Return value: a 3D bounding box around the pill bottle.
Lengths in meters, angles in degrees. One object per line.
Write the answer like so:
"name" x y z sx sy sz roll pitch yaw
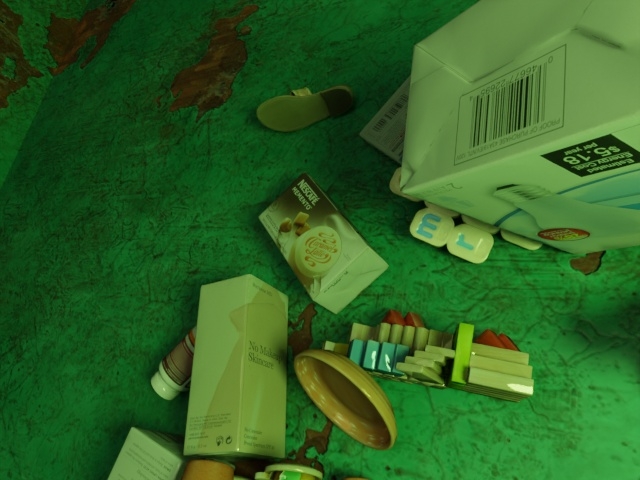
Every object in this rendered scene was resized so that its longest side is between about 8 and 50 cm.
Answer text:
"pill bottle" -0.275 0.253 1.082 0.152 0.086 0.086 -45 50 5

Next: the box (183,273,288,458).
"box" -0.147 0.236 0.970 0.121 0.148 0.311 -15 60 26

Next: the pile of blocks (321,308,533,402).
"pile of blocks" 0.146 0.159 0.811 0.362 0.149 0.113 -1 66 34

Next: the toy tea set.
"toy tea set" -0.073 0.418 0.795 0.336 0.200 0.124 -10 53 24

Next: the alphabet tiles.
"alphabet tiles" 0.274 -0.109 0.902 0.278 0.021 0.284 25 86 22

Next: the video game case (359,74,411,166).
"video game case" 0.277 -0.261 1.015 0.329 0.036 0.300 -48 50 2

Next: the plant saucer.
"plant saucer" 0.042 0.243 0.823 0.200 0.200 0.037 20 50 39

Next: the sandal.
"sandal" -0.028 -0.322 1.240 0.240 0.088 0.079 -7 31 23

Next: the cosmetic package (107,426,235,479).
"cosmetic package" -0.282 0.458 0.939 0.151 0.151 0.184 12 75 37

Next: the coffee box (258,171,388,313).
"coffee box" 0.000 0.000 1.021 0.141 0.098 0.246 -42 51 8

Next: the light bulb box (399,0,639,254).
"light bulb box" 0.348 -0.143 0.609 0.358 0.361 0.225 -15 64 59
